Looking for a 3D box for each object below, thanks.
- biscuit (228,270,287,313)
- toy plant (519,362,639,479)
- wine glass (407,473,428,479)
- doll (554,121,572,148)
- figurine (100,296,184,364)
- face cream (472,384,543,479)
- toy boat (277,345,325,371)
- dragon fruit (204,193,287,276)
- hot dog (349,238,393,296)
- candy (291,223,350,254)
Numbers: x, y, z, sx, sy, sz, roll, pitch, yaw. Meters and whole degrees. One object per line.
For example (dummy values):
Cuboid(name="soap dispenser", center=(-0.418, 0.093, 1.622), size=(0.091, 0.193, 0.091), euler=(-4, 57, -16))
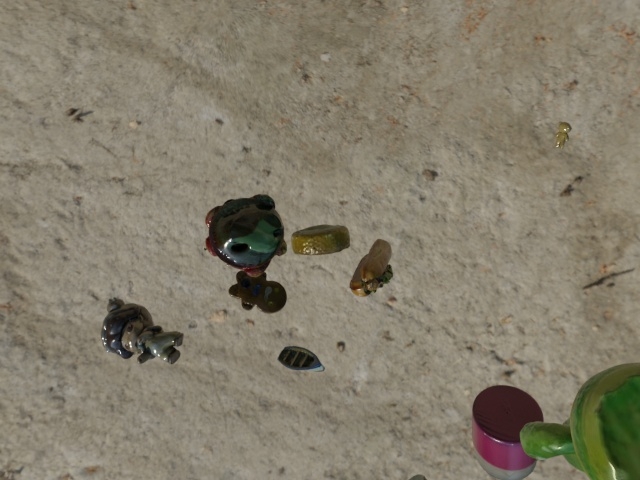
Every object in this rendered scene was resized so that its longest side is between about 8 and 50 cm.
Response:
Cuboid(name="biscuit", center=(-0.249, 0.211, 1.926), size=(0.236, 0.180, 0.039), euler=(22, 155, -5))
Cuboid(name="toy plant", center=(0.432, 0.285, 0.684), size=(0.224, 0.185, 0.316), euler=(-5, 158, 5))
Cuboid(name="wine glass", center=(0.322, 0.766, 1.331), size=(0.111, 0.111, 0.204), euler=(-43, 90, 10))
Cuboid(name="doll", center=(0.887, -0.387, 1.737), size=(0.051, 0.061, 0.093), euler=(11, 111, -29))
Cuboid(name="figurine", center=(-0.737, 0.386, 1.941), size=(0.380, 0.203, 0.249), euler=(15, 104, 20))
Cuboid(name="face cream", center=(0.493, 0.512, 1.256), size=(0.175, 0.175, 0.195), euler=(-17, 126, -3))
Cuboid(name="toy boat", center=(-0.059, 0.387, 1.519), size=(0.046, 0.228, 0.080), euler=(47, 61, -26))
Cuboid(name="dragon fruit", center=(-0.235, -0.020, 1.557), size=(0.295, 0.130, 0.269), euler=(15, 74, -21))
Cuboid(name="hot dog", center=(0.174, 0.096, 1.524), size=(0.100, 0.337, 0.135), euler=(37, 111, 1))
Cuboid(name="candy", center=(0.000, 0.000, 1.999), size=(0.259, 0.260, 0.118), euler=(-10, 98, -7))
